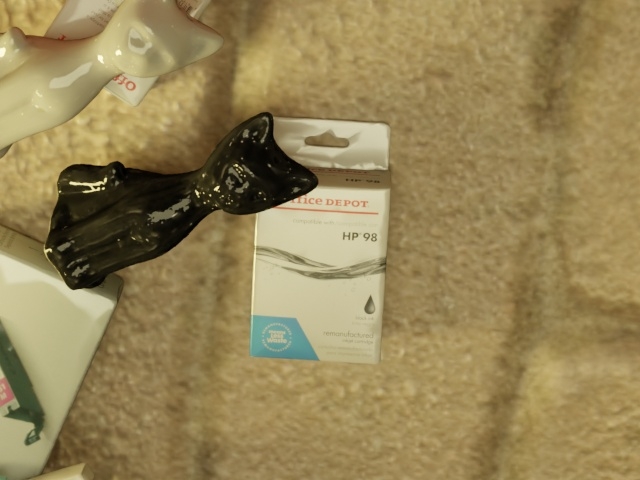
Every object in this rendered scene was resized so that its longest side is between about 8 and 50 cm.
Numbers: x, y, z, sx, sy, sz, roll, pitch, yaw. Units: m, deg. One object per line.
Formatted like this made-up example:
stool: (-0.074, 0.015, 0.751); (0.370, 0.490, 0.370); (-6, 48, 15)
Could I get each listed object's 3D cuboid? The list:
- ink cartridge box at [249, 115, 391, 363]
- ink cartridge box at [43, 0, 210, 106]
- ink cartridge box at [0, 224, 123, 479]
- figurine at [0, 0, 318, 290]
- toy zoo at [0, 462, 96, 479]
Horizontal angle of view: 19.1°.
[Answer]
ink cartridge box: (0.000, 0.000, 1.471); (0.104, 0.060, 0.180); (3, 107, 1)
ink cartridge box: (-0.139, -0.175, 1.425); (0.088, 0.052, 0.122); (34, 104, -8)
ink cartridge box: (-0.318, 0.108, 1.515); (0.239, 0.060, 0.275); (23, 106, -7)
figurine: (-0.137, -0.083, 1.385); (0.209, 0.092, 0.215); (-19, 122, 27)
toy zoo: (-0.217, 0.306, 1.523); (0.192, 0.030, 0.293); (-29, 102, 10)
